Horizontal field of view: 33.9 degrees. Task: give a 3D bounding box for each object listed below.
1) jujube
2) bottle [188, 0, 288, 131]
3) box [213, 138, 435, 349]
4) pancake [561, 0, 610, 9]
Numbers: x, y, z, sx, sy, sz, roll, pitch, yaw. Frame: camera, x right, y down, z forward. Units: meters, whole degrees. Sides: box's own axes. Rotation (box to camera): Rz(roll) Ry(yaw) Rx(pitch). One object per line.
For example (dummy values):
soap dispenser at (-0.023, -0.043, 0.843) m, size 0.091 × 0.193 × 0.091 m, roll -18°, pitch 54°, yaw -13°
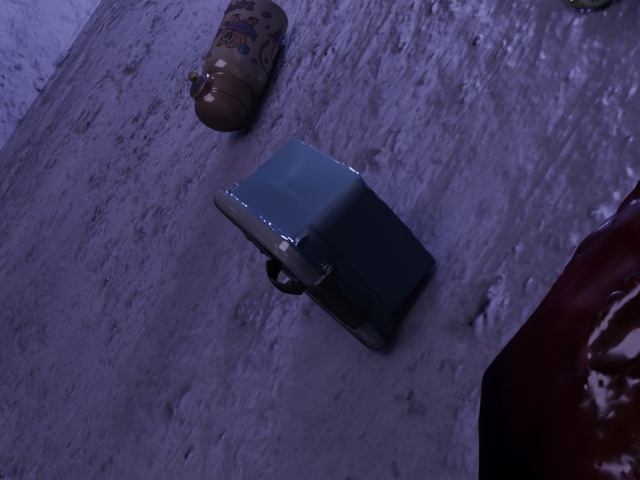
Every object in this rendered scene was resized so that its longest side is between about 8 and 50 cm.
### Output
jujube at (0.249, 0.045, 0.554) m, size 0.377 × 0.258 × 0.258 m, roll -44°, pitch 30°, yaw 9°
bottle at (-0.127, -0.262, 1.552) m, size 0.097 × 0.110 × 0.209 m, roll -18°, pitch 46°, yaw 49°
box at (0.000, 0.000, 1.050) m, size 0.130 × 0.162 × 0.227 m, roll -47°, pitch 29°, yaw -5°
pancake at (0.288, -0.283, 1.032) m, size 0.129 × 0.022 × 0.116 m, roll -55°, pitch 31°, yaw 2°
